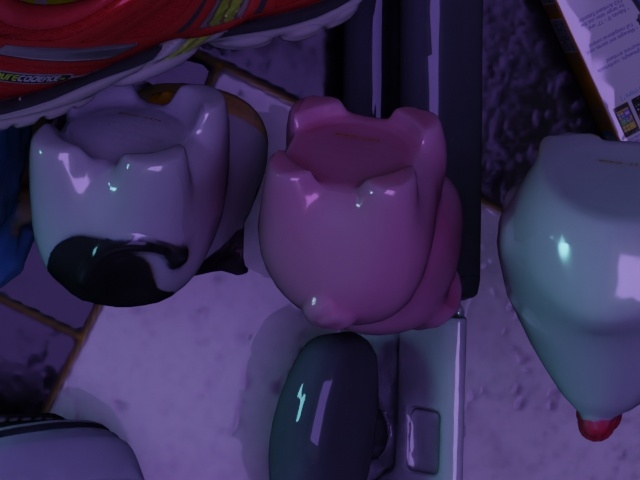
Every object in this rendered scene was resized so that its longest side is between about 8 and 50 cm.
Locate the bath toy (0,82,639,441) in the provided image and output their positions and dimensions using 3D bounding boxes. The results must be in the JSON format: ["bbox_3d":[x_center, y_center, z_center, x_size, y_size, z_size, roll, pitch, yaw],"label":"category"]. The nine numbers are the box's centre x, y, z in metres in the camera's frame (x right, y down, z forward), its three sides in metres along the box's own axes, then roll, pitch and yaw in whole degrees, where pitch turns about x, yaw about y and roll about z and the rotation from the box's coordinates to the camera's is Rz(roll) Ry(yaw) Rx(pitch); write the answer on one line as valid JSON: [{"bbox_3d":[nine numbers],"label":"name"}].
[{"bbox_3d":[0.000,0.000,0.734,0.348,0.151,0.129,10,123,16],"label":"bath toy"}]

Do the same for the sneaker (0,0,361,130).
[{"bbox_3d":[-0.043,-0.129,0.677,0.279,0.118,0.107,-32,83,-26],"label":"sneaker"}]

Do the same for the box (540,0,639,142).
[{"bbox_3d":[0.163,-0.105,0.872,0.081,0.028,0.136,-27,101,-8],"label":"box"}]

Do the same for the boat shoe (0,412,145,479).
[{"bbox_3d":[-0.243,0.115,0.761,0.335,0.121,0.119,-9,54,-28],"label":"boat shoe"}]

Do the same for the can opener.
[{"bbox_3d":[0.034,0.006,0.822,0.093,0.074,0.280,3,92,-47],"label":"can opener"}]
